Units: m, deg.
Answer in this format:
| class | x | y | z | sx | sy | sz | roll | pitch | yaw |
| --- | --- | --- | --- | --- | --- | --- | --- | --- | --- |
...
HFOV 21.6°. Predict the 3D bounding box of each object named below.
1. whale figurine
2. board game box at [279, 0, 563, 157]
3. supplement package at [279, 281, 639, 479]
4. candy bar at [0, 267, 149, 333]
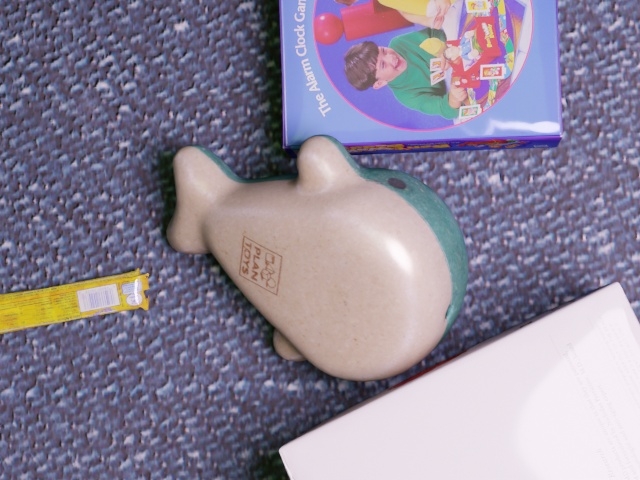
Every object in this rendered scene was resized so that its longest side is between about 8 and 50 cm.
| class | x | y | z | sx | sy | sz | roll | pitch | yaw |
| --- | --- | --- | --- | --- | --- | --- | --- | --- | --- |
| whale figurine | 0.000 | 0.000 | 1.401 | 0.272 | 0.141 | 0.216 | 23 | 125 | 26 |
| board game box | 0.081 | -0.250 | 1.428 | 0.233 | 0.078 | 0.347 | -2 | 86 | 4 |
| supplement package | 0.138 | 0.175 | 1.346 | 0.293 | 0.177 | 0.175 | -27 | 85 | 2 |
| candy bar | -0.227 | 0.056 | 1.462 | 0.161 | 0.018 | 0.040 | -11 | 89 | 3 |
